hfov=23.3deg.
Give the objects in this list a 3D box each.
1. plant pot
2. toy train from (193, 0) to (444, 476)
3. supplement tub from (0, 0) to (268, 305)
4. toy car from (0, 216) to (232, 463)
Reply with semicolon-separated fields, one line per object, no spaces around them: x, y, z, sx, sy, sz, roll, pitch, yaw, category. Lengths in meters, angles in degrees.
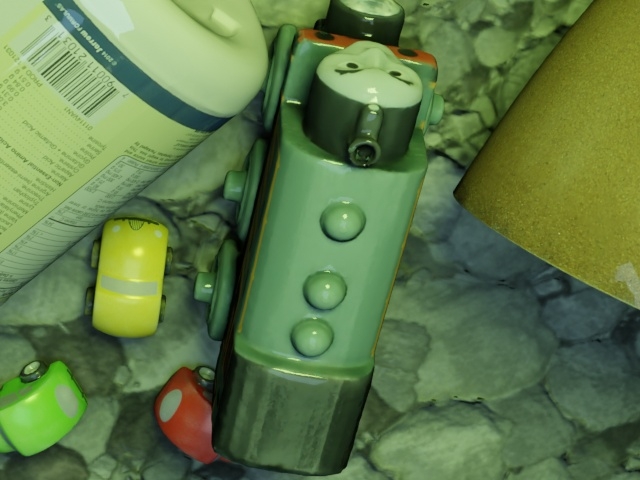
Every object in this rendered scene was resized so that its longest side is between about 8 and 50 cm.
0.247;-0.093;1.032;0.237;0.237;0.254;22;100;-14;plant pot
0.000;0.000;1.068;0.142;0.190;0.334;11;118;-10;toy train
-0.221;-0.094;0.979;0.325;0.235;0.235;-37;115;16;supplement tub
-0.175;0.117;1.202;0.225;0.053;0.239;-22;118;9;toy car
